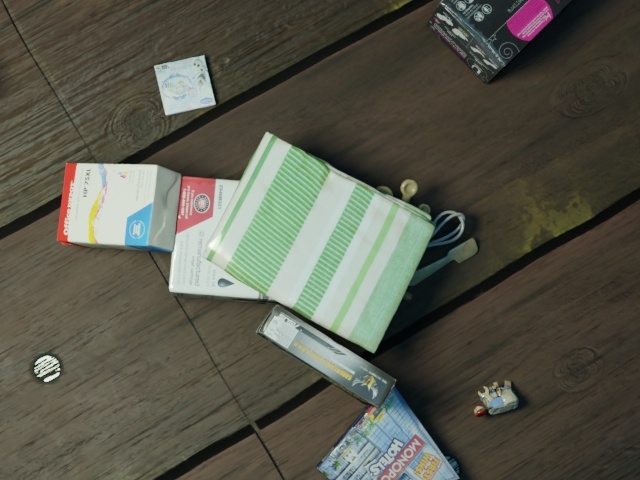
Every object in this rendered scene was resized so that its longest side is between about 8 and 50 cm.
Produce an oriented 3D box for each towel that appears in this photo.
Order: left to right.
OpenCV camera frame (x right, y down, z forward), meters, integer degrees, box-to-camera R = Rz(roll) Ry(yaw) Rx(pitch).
[{"bbox_3d":[0.000,0.000,1.822,0.325,0.038,0.248,28,83,-5],"label":"towel"}]

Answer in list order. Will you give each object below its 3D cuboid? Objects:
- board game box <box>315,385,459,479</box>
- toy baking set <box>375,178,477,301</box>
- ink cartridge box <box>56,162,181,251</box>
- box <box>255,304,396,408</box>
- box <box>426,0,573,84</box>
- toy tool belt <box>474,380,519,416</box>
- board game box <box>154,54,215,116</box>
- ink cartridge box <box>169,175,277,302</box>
[{"bbox_3d":[0.128,0.377,1.898,0.194,0.060,0.194,41,82,1],"label":"board game box"},{"bbox_3d":[0.150,0.009,1.911,0.256,0.030,0.197,32,97,-26],"label":"toy baking set"},{"bbox_3d":[-0.351,-0.055,1.837,0.231,0.078,0.134,2,83,26],"label":"ink cartridge box"},{"bbox_3d":[0.003,0.192,1.843,0.231,0.183,0.056,33,82,-2],"label":"box"},{"bbox_3d":[0.332,-0.423,1.953,0.163,0.142,0.247,45,81,2],"label":"box"},{"bbox_3d":[0.299,0.273,1.934,0.083,0.052,0.051,-13,55,-9],"label":"toy tool belt"},{"bbox_3d":[-0.236,-0.270,1.947,0.090,0.020,0.090,-13,85,-6],"label":"board game box"},{"bbox_3d":[-0.110,0.005,1.884,0.273,0.114,0.197,5,83,-6],"label":"ink cartridge box"}]
